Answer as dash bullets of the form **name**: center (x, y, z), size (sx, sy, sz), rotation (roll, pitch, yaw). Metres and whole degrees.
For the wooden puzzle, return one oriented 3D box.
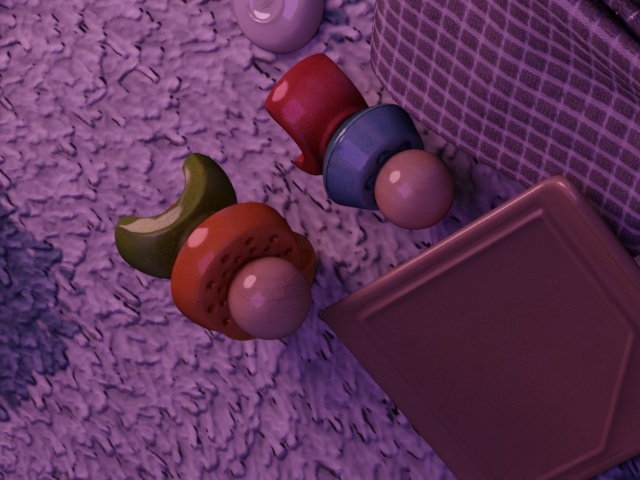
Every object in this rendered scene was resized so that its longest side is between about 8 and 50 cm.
- **wooden puzzle**: center (0.152, 0.081, 1.360), size (0.238, 0.044, 0.221), rotation (-30, 107, 32)

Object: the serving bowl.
- **serving bowl**: center (-0.039, -0.193, 1.502), size (0.083, 0.027, 0.083), rotation (3, 95, 32)

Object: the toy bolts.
- **toy bolts**: center (0.000, 0.000, 1.411), size (0.228, 0.218, 0.158), rotation (-46, 52, -7)

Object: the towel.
- **towel**: center (0.162, -0.137, 1.272), size (0.283, 0.121, 0.235), rotation (39, 150, 21)
